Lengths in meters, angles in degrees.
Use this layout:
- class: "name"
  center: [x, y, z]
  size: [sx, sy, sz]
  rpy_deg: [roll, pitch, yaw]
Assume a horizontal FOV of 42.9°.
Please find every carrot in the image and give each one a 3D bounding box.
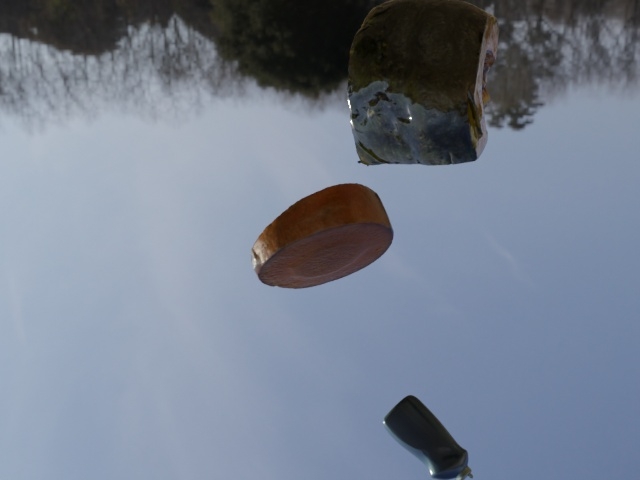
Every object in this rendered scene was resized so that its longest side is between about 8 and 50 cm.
- class: "carrot"
  center: [0.000, 0.000, 1.663]
  size: [0.307, 0.258, 0.100]
  rpy_deg: [-14, -121, -21]

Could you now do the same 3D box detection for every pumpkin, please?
- class: "pumpkin"
  center: [0.180, -0.272, 1.399]
  size: [0.225, 0.303, 0.256]
  rpy_deg: [2, 176, 22]

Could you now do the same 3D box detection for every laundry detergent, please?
- class: "laundry detergent"
  center: [0.225, 0.413, 1.650]
  size: [0.096, 0.061, 0.206]
  rpy_deg: [-42, -114, -12]
